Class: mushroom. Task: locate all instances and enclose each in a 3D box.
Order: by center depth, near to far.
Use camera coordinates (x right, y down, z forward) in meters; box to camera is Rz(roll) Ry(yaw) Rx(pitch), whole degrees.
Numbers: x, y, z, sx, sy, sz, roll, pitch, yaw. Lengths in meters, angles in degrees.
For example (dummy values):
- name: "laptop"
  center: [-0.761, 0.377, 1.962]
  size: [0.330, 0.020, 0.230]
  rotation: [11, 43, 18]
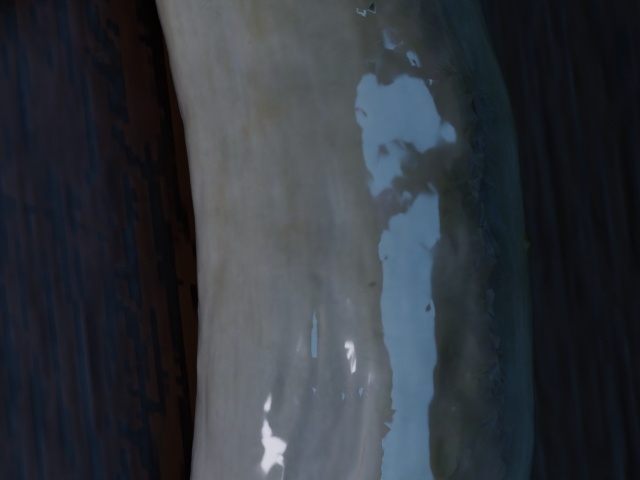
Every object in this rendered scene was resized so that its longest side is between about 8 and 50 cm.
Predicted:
- name: "mushroom"
  center: [0.000, 0.000, 0.559]
  size: [0.123, 0.095, 0.351]
  rotation: [4, 79, -14]
